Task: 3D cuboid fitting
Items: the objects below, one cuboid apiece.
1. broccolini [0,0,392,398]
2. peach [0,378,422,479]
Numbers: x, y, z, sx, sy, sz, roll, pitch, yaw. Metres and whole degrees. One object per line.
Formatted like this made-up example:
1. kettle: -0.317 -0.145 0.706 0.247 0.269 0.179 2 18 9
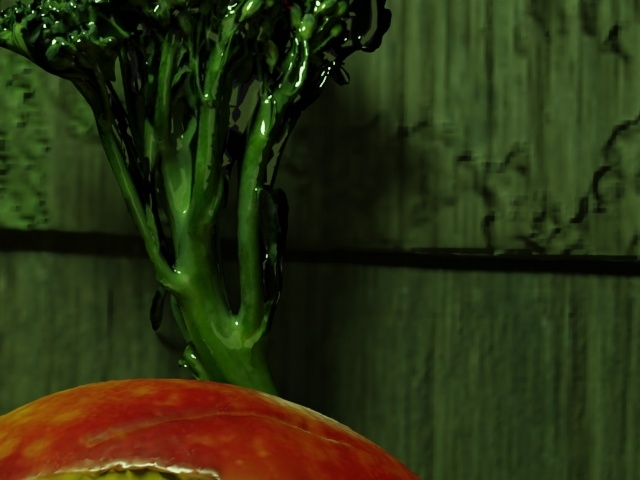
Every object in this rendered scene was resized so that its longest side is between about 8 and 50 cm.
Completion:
1. broccolini: 0.003 0.008 0.616 0.123 0.062 0.271 -33 109 -14
2. peach: -0.045 0.131 0.515 0.190 0.192 0.190 4 81 -22
